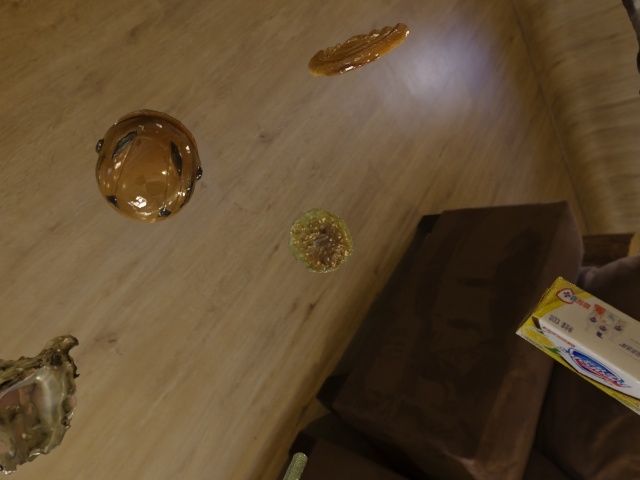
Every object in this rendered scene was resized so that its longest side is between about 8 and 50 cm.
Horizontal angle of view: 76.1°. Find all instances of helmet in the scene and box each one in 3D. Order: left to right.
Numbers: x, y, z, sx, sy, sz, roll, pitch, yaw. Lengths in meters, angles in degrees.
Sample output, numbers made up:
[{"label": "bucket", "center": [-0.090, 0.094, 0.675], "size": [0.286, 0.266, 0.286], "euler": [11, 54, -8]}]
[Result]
[{"label": "helmet", "center": [-0.333, -0.122, 0.788], "size": [0.198, 0.224, 0.130], "euler": [13, 38, -24]}]

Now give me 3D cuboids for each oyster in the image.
[{"label": "oyster", "center": [-0.434, 0.233, 0.618], "size": [0.191, 0.081, 0.163], "euler": [-59, 137, -44]}]

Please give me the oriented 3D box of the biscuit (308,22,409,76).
[{"label": "biscuit", "center": [0.060, -0.385, 0.839], "size": [0.033, 0.224, 0.144], "euler": [61, 41, -34]}]

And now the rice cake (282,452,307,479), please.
[{"label": "rice cake", "center": [-0.081, 0.560, 0.899], "size": [0.030, 0.042, 0.180], "euler": [32, 59, -5]}]

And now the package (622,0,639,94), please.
[{"label": "package", "center": [0.186, -0.197, 0.188], "size": [0.040, 0.166, 0.231], "euler": [-1, 74, -2]}]

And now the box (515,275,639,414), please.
[{"label": "box", "center": [0.518, 0.197, 0.753], "size": [0.097, 0.265, 0.168], "euler": [-50, 155, -10]}]

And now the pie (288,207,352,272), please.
[{"label": "pie", "center": [0.000, 0.000, 0.517], "size": [0.085, 0.020, 0.084], "euler": [0, 96, -4]}]
